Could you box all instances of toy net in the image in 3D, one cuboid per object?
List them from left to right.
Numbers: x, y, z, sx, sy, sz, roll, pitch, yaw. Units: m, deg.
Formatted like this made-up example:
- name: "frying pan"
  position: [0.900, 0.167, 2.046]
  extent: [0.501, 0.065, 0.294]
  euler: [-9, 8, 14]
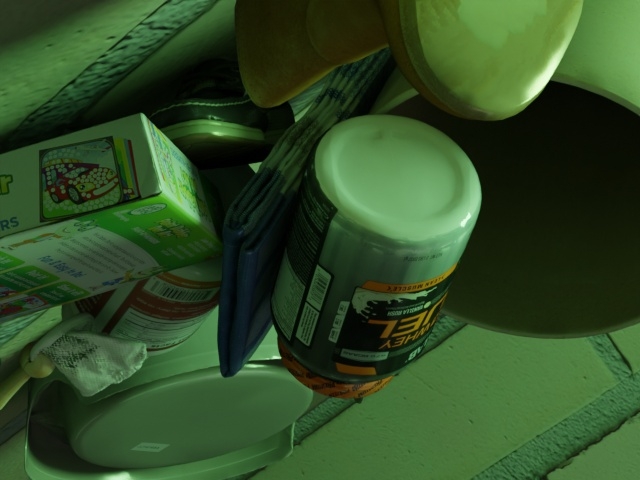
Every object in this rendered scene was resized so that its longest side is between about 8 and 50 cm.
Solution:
- name: "toy net"
  position: [-0.250, 0.078, 1.227]
  extent: [0.232, 0.045, 0.122]
  euler: [-8, 134, -10]

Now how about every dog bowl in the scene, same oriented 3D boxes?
- name: "dog bowl"
  position: [-0.135, 0.150, 1.637]
  extent: [0.348, 0.102, 0.349]
  euler: [-12, 155, -6]

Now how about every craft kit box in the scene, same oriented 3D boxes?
- name: "craft kit box"
  position: [-0.195, 0.003, 1.027]
  extent: [0.246, 0.061, 0.250]
  euler: [-14, 171, 4]

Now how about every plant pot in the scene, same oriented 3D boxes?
- name: "plant pot"
  position: [0.169, -0.113, 1.199]
  extent: [0.256, 0.256, 0.274]
  euler: [-44, -159, 44]

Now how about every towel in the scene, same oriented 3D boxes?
- name: "towel"
  position: [0.001, -0.054, 1.192]
  extent: [0.285, 0.034, 0.209]
  euler: [-57, 168, -29]

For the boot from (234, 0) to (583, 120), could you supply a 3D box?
- name: "boot"
  position: [0.029, -0.121, 0.842]
  extent: [0.211, 0.104, 0.295]
  euler: [-40, -150, 39]

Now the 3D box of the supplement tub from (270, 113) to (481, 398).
- name: "supplement tub"
  position: [0.031, 0.017, 1.092]
  extent: [0.117, 0.117, 0.190]
  euler: [-27, 151, -31]

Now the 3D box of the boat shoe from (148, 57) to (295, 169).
- name: "boat shoe"
  position: [-0.070, -0.089, 1.120]
  extent: [0.080, 0.073, 0.223]
  euler: [-11, 178, 16]

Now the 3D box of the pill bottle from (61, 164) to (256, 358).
- name: "pill bottle"
  position: [-0.131, 0.018, 1.278]
  extent: [0.121, 0.121, 0.216]
  euler: [-26, 168, -35]
